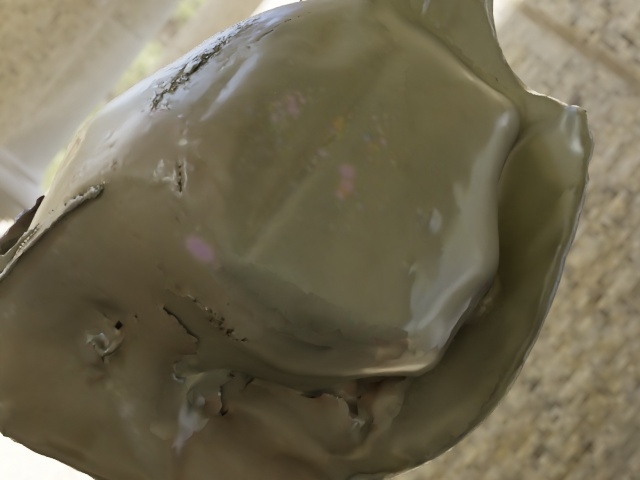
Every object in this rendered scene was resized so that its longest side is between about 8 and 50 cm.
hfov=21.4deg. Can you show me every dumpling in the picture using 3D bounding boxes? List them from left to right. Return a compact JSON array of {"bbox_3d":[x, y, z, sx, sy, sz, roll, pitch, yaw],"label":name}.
[{"bbox_3d":[0.000,0.000,0.467,0.136,0.199,0.118,46,-14,-1],"label":"dumpling"}]
